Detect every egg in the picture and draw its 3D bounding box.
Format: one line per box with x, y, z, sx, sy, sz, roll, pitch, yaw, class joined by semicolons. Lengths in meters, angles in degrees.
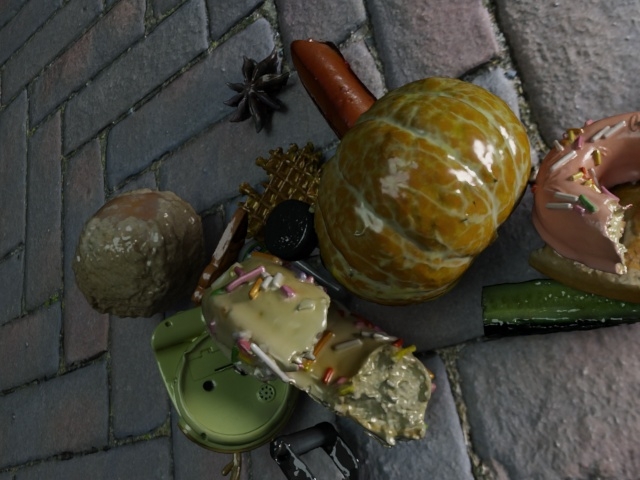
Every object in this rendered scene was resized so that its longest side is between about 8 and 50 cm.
-0.385;0.027;1.156;0.310;0.279;0.279;-45;55;26;egg

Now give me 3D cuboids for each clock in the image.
-0.146;0.255;0.941;0.234;0.096;0.308;-18;71;-17;clock

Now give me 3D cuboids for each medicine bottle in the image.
-0.053;0.062;0.990;0.220;0.061;0.092;30;134;22;medicine bottle

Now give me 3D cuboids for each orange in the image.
0.133;-0.064;0.748;0.249;0.329;0.329;32;98;16;orange

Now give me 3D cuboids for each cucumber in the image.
0.331;0.093;0.734;0.211;0.062;0.078;-8;55;26;cucumber

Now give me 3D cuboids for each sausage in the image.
0.035;-0.272;1.022;0.102;0.102;0.330;-42;58;21;sausage

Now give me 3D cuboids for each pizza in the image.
0.441;-0.012;0.651;0.365;0.074;0.182;-15;54;25;pizza

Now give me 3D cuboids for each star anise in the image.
-0.134;-0.333;1.187;0.180;0.061;0.205;-43;56;19;star anise

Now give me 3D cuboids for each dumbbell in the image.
0.000;0.000;0.914;0.100;0.191;0.100;-10;72;34;dumbbell

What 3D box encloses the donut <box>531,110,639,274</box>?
0.360;-0.077;0.641;0.232;0.085;0.199;-32;40;1;donut

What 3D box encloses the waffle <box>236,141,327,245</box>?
-0.074;-0.081;1.082;0.231;0.051;0.229;-15;69;32;waffle

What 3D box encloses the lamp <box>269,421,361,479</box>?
0.029;0.490;0.750;0.374;0.205;0.272;38;98;26;lamp

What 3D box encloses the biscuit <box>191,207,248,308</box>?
-0.191;0.061;1.050;0.043;0.183;0.280;28;112;3;biscuit

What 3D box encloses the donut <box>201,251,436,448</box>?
-0.011;0.146;0.792;0.307;0.371;0.150;23;78;53;donut
